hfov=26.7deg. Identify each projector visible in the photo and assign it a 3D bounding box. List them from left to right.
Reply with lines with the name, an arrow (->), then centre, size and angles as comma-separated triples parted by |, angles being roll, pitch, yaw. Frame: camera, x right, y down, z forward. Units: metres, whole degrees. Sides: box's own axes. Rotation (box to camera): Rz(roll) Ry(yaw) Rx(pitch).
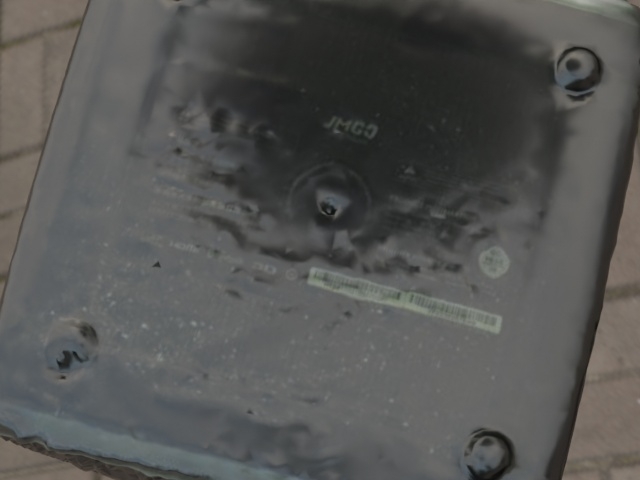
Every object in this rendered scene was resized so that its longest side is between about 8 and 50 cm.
projector -> 0.000, 0.000, 0.975 | 0.395, 0.242, 0.405 | 15, 79, 0
